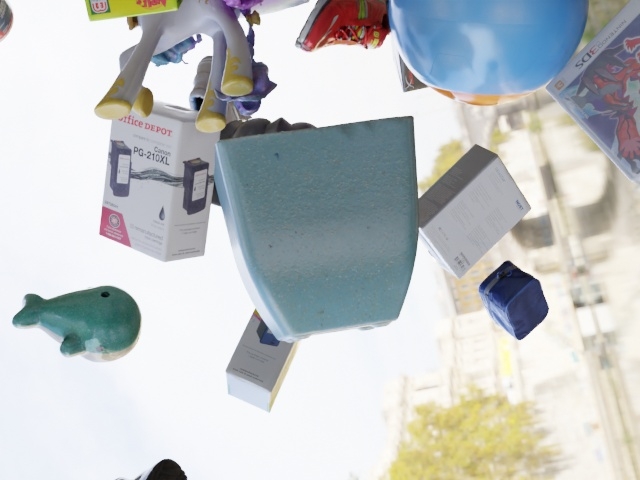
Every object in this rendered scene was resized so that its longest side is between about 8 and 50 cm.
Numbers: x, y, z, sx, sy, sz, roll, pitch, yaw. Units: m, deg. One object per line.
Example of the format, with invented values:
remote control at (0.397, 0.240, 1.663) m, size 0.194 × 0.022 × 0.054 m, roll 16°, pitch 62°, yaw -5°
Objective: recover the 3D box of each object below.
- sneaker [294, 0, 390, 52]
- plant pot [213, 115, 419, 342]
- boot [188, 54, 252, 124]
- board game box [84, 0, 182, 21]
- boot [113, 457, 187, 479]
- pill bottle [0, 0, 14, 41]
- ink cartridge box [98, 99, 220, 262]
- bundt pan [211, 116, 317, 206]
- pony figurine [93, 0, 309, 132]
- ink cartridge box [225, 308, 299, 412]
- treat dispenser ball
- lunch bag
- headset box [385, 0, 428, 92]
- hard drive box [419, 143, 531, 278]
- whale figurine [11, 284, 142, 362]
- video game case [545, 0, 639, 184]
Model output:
sneaker at (0.061, -0.386, 1.697) m, size 0.118 × 0.107 × 0.279 m, roll 41°, pitch -139°, yaw 11°
plant pot at (0.000, 0.000, 1.254) m, size 0.247 × 0.248 × 0.252 m, roll 135°, pitch 127°, yaw -80°
boot at (-0.211, -0.247, 1.958) m, size 0.258 × 0.095 × 0.123 m, roll 68°, pitch -148°, yaw -49°
board game box at (-0.196, -0.278, 1.034) m, size 0.181 × 0.092 × 0.043 m, roll -99°, pitch 1°, yaw -68°
boot at (-0.397, 0.554, 1.754) m, size 0.118 × 0.223 × 0.338 m, roll 55°, pitch -139°, yaw -6°
pill bottle at (-0.553, -0.381, 1.480) m, size 0.180 × 0.108 × 0.108 m, roll 96°, pitch 164°, yaw -78°
ink cartridge box at (-0.268, -0.104, 1.584) m, size 0.100 × 0.172 × 0.237 m, roll -9°, pitch -67°, yaw -52°
bundt pan at (-0.064, -0.130, 1.735) m, size 0.331 × 0.331 × 0.124 m, roll 43°, pitch -128°, yaw -67°
pony figurine at (-0.165, -0.346, 1.389) m, size 0.303 × 0.351 × 0.363 m, roll 62°, pitch -159°, yaw -63°
ink cartridge box at (-0.086, 0.181, 1.706) m, size 0.154 × 0.093 × 0.212 m, roll 98°, pitch -163°, yaw -66°
treat dispenser ball at (0.244, -0.343, 1.395) m, size 0.288 × 0.288 × 0.288 m, roll -14°, pitch -90°, yaw -77°
lunch bag at (0.251, 0.075, 1.262) m, size 0.065 × 0.067 × 0.098 m, roll 37°, pitch 161°, yaw 46°
headset box at (0.265, -0.399, 1.653) m, size 0.110 × 0.293 × 0.218 m, roll -100°, pitch -3°, yaw -46°
hard drive box at (0.321, -0.062, 2.082) m, size 0.181 × 0.232 × 0.089 m, roll 50°, pitch 174°, yaw -34°
whale figurine at (-0.521, 0.157, 2.063) m, size 0.216 × 0.272 × 0.141 m, roll -81°, pitch 5°, yaw -54°
video game case at (0.418, -0.204, 1.246) m, size 0.023 × 0.183 × 0.201 m, roll 19°, pitch -149°, yaw -48°
